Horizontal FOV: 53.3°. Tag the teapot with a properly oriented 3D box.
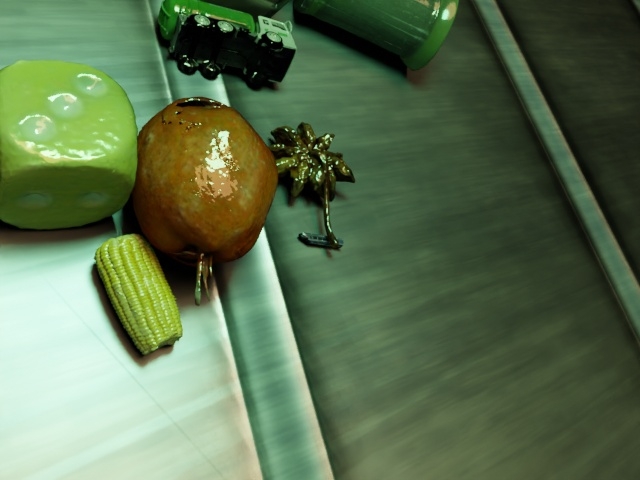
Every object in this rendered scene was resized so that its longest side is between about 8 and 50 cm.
[{"bbox_3d":[0.099,-0.539,1.391,0.336,0.200,0.270,18,28,-20],"label":"teapot"}]

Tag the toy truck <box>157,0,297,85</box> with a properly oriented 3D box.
[{"bbox_3d":[-0.171,-0.369,1.163,0.242,0.101,0.125,7,47,-26],"label":"toy truck"}]

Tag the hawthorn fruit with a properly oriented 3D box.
[{"bbox_3d":[-0.165,-0.052,0.898,0.211,0.211,0.299,14,57,-25],"label":"hawthorn fruit"}]

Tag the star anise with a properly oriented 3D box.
[{"bbox_3d":[-0.001,-0.118,1.132,0.234,0.073,0.177,50,53,-1],"label":"star anise"}]

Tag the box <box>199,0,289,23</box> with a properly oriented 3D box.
[{"bbox_3d":[-0.156,-0.559,1.217,0.153,0.188,0.253,11,59,-46],"label":"box"}]

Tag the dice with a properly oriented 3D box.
[{"bbox_3d":[-0.348,-0.124,0.849,0.169,0.169,0.166,-5,66,-34],"label":"dice"}]

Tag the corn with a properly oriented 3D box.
[{"bbox_3d":[-0.244,0.071,0.869,0.165,0.063,0.085,61,26,10],"label":"corn"}]

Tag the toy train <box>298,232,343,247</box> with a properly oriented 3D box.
[{"bbox_3d":[0.000,0.000,1.096,0.083,0.017,0.017,8,66,-28],"label":"toy train"}]
